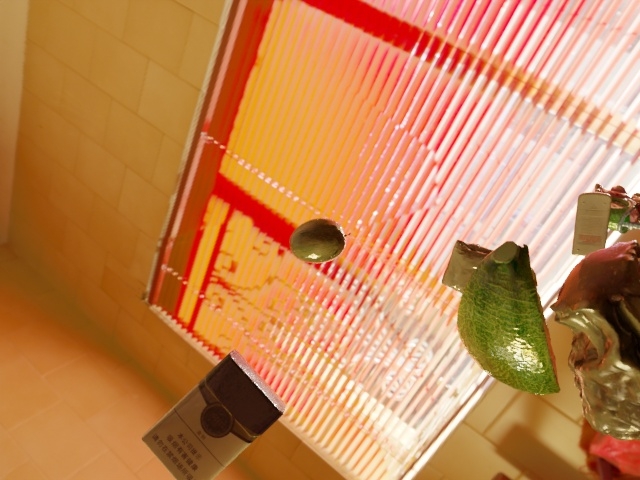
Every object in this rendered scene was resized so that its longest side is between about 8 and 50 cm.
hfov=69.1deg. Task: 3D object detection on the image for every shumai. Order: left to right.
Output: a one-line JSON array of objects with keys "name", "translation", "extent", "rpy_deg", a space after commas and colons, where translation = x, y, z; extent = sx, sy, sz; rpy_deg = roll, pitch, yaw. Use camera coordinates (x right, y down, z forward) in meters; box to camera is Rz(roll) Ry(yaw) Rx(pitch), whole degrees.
[{"name": "shumai", "translation": [0.413, 0.125, 0.607], "extent": [0.225, 0.222, 0.261], "rpy_deg": [-27, -28, 1]}]

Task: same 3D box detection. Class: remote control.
[{"name": "remote control", "translation": [0.783, -0.045, 1.343], "extent": [0.029, 0.087, 0.190], "rpy_deg": [-26, -63, -60]}]

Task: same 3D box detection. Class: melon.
[{"name": "melon", "translation": [0.000, 0.000, 1.422], "extent": [0.192, 0.139, 0.139], "rpy_deg": [-11, -19, 5]}, {"name": "melon", "translation": [0.357, 0.153, 0.894], "extent": [0.124, 0.196, 0.323], "rpy_deg": [-45, -51, -27]}]

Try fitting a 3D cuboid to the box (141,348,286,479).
[{"name": "box", "translation": [-0.216, 0.373, 0.961], "extent": [0.259, 0.168, 0.071], "rpy_deg": [-45, -5, 3]}]

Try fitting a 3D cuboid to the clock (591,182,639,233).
[{"name": "clock", "translation": [0.928, -0.090, 1.419], "extent": [0.194, 0.195, 0.100], "rpy_deg": [-48, -35, -47]}]

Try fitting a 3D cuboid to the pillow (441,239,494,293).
[{"name": "pillow", "translation": [0.496, 0.098, 1.575], "extent": [0.078, 0.134, 0.181], "rpy_deg": [-35, -38, -59]}]
